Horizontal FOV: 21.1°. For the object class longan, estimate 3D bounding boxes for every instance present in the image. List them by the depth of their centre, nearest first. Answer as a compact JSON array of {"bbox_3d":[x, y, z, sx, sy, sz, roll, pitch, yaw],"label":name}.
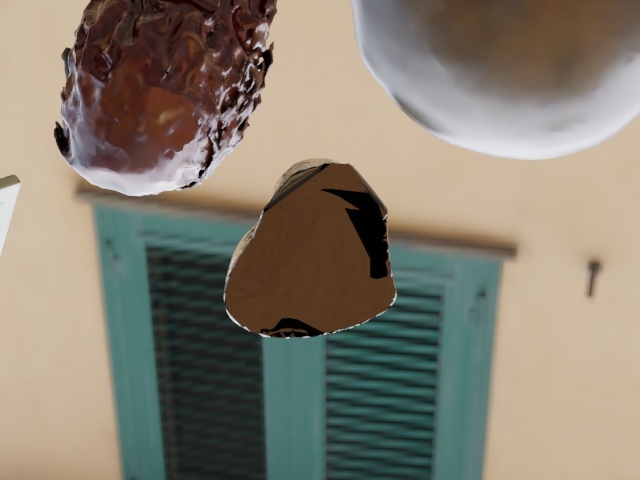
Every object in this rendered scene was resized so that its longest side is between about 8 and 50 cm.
[{"bbox_3d":[0.138,-0.178,1.149,0.248,0.248,0.248,0,-141,0],"label":"longan"}]

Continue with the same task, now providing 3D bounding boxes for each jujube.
[{"bbox_3d":[-0.065,-0.099,0.801,0.104,0.165,0.104,18,179,0],"label":"jujube"}]

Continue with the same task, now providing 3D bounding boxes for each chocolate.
[{"bbox_3d":[0.000,0.000,1.278,0.125,0.148,0.080,22,-161,-19],"label":"chocolate"}]

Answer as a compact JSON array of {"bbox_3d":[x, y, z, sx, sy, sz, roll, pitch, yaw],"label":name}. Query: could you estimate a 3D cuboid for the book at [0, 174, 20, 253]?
[{"bbox_3d":[-0.434,0.056,1.816,0.208,0.295,0.020,-20,-118,-35],"label":"book"}]
